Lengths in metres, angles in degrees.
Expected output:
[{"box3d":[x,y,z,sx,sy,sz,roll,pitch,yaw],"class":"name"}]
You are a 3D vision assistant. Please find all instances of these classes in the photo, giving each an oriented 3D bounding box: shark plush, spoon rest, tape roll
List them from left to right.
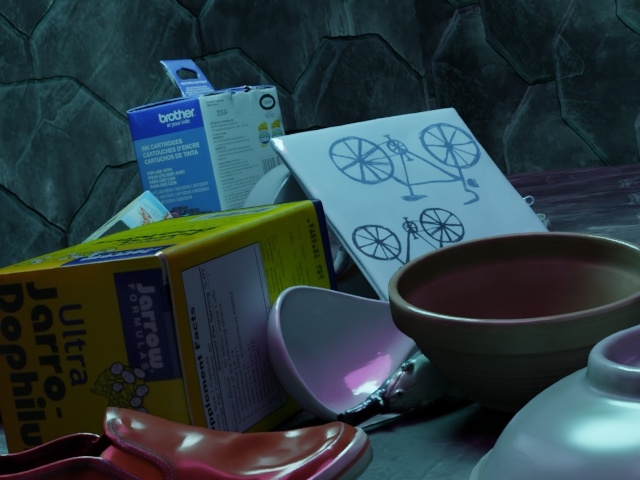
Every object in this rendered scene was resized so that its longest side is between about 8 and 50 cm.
[{"box3d":[0.000,0.000,1.877,0.219,0.219,0.072,-13,6,-34],"class":"tape roll"},{"box3d":[0.033,0.099,1.358,0.084,0.137,0.276,-32,-10,22],"class":"spoon rest"},{"box3d":[0.080,0.144,1.288,0.161,0.073,0.067,-35,-3,-44],"class":"shark plush"}]

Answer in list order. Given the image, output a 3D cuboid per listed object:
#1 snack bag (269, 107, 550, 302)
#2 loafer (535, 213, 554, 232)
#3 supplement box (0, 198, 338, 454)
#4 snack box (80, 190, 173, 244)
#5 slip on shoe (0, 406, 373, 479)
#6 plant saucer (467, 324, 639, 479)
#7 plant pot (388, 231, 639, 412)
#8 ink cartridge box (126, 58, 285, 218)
[{"box3d":[0.143,-0.031,1.812,0.323,0.342,0.037,-13,-35,-37],"class":"snack bag"},{"box3d":[0.203,-0.009,2.181,0.319,0.111,0.112,-11,6,-11],"class":"loafer"},{"box3d":[-0.134,0.086,1.358,0.195,0.194,0.356,-7,6,23],"class":"supplement box"},{"box3d":[-0.314,0.075,1.630,0.322,0.060,0.187,-39,8,10],"class":"snack box"},{"box3d":[-0.125,0.167,1.011,0.331,0.101,0.123,-9,4,-6],"class":"slip on shoe"},{"box3d":[0.287,0.107,0.929,0.400,0.101,0.400,-10,5,1],"class":"plant saucer"},{"box3d":[0.181,0.078,1.242,0.237,0.110,0.237,-6,18,2],"class":"plant pot"},{"box3d":[-0.163,-0.104,2.300,0.151,0.396,0.270,-7,6,25],"class":"ink cartridge box"}]
